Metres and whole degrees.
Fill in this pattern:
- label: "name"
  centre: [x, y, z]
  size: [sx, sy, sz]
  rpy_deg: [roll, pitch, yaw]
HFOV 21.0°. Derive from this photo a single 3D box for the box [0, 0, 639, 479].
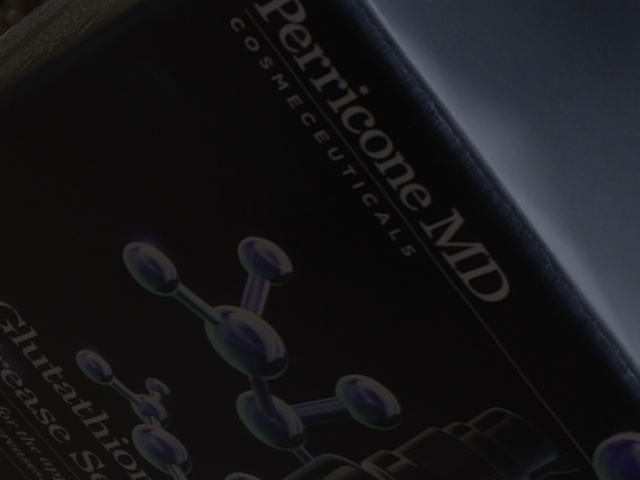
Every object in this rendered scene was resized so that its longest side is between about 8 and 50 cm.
- label: "box"
  centre: [0.000, 0.000, 0.762]
  size: [0.293, 0.395, 0.212]
  rpy_deg: [52, 48, -15]
